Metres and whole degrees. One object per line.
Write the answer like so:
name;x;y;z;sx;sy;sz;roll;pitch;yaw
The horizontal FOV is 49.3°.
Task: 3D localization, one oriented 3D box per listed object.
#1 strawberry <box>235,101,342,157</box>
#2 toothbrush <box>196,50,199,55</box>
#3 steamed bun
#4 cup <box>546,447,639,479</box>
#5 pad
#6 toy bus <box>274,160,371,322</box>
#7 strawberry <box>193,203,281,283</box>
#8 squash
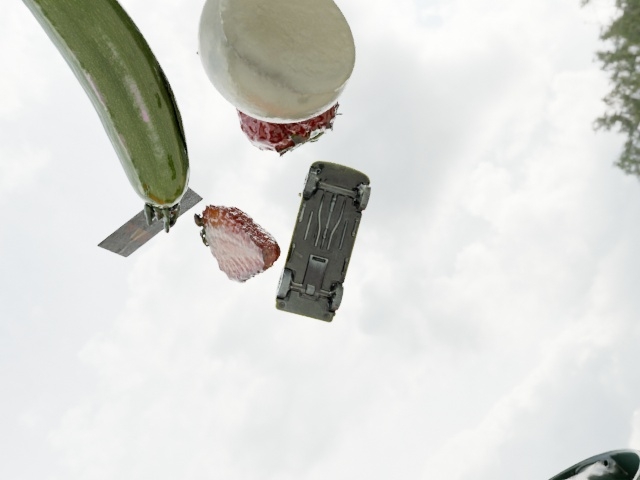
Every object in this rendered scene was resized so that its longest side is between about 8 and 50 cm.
strawberry;-0.091;-0.334;1.555;0.257;0.257;0.277;-29;-90;-29
toothbrush;-0.169;-0.323;1.349;0.162;0.014;0.017;32;-87;-4
steamed bun;-0.087;-0.329;1.231;0.282;0.177;0.283;13;-119;-26
cup;0.537;0.561;1.145;0.310;0.392;0.401;-24;-15;-49
pad;-0.346;-0.040;1.435;0.211;0.003;0.143;-37;-15;1
toy bus;0.000;0.000;1.511;0.144;0.152;0.330;15;-92;-8
strawberry;-0.149;0.001;1.422;0.106;0.236;0.175;-27;-39;-33
squash;-0.178;-0.143;0.603;0.080;0.071;0.319;-64;-37;-42
